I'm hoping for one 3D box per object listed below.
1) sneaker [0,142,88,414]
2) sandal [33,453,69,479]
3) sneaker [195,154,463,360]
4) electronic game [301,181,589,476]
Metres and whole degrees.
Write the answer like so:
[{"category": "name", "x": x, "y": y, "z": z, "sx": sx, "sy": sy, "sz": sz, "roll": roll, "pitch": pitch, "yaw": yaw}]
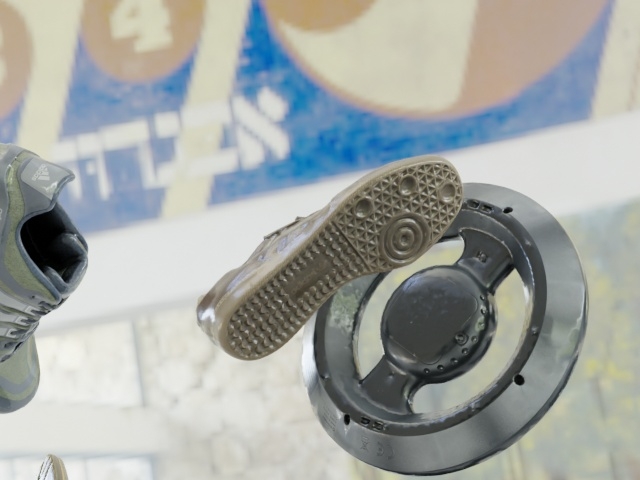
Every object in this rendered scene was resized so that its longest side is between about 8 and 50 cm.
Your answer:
[{"category": "sneaker", "x": -0.248, "y": 0.039, "z": 1.411, "sx": 0.121, "sy": 0.111, "sz": 0.300, "roll": 14, "pitch": -42, "yaw": 12}, {"category": "sandal", "x": -0.196, "y": 0.236, "z": 1.391, "sx": 0.049, "sy": 0.072, "sz": 0.180, "roll": 22, "pitch": 13, "yaw": -32}, {"category": "sneaker", "x": 0.000, "y": 0.000, "z": 1.107, "sx": 0.188, "sy": 0.066, "sz": 0.071, "roll": -34, "pitch": 28, "yaw": -14}, {"category": "electronic game", "x": 0.087, "y": 0.062, "z": 1.287, "sx": 0.229, "sy": 0.229, "sz": 0.048, "roll": -14, "pitch": -32, "yaw": 26}]
